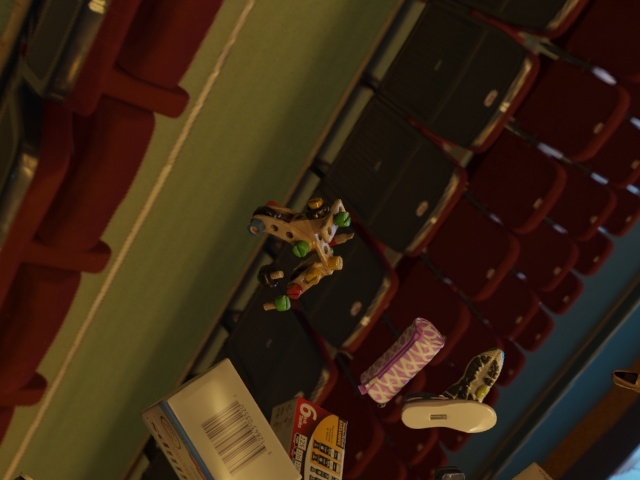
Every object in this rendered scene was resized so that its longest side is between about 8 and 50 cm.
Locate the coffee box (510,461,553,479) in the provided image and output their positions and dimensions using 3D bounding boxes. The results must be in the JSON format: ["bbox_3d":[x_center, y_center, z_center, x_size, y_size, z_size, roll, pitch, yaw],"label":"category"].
[{"bbox_3d":[0.559,0.721,1.835,0.098,0.141,0.246,-26,142,-25],"label":"coffee box"}]

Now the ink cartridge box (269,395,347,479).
[{"bbox_3d":[-0.023,0.658,2.007,0.272,0.309,0.130,34,134,-27],"label":"ink cartridge box"}]

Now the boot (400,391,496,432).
[{"bbox_3d":[0.262,0.344,1.419,0.086,0.190,0.069,-58,149,-74],"label":"boot"}]

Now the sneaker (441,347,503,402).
[{"bbox_3d":[0.436,0.414,1.956,0.110,0.107,0.275,-26,152,-58],"label":"sneaker"}]

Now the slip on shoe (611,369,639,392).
[{"bbox_3d":[0.790,0.348,1.702,0.051,0.135,0.041,-61,141,-18],"label":"slip on shoe"}]

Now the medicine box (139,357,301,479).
[{"bbox_3d":[-0.207,0.399,1.358,0.149,0.263,0.289,-31,176,-29],"label":"medicine box"}]

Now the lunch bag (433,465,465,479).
[{"bbox_3d":[0.427,0.797,2.309,0.099,0.065,0.067,4,96,-15],"label":"lunch bag"}]

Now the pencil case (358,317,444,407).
[{"bbox_3d":[0.166,0.252,1.445,0.088,0.086,0.206,19,118,-43],"label":"pencil case"}]

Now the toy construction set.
[{"bbox_3d":[0.000,0.000,1.689,0.237,0.257,0.309,-15,-177,28],"label":"toy construction set"}]

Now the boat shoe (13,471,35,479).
[{"bbox_3d":[-0.503,0.517,1.237,0.079,0.084,0.232,-37,127,-43],"label":"boat shoe"}]
